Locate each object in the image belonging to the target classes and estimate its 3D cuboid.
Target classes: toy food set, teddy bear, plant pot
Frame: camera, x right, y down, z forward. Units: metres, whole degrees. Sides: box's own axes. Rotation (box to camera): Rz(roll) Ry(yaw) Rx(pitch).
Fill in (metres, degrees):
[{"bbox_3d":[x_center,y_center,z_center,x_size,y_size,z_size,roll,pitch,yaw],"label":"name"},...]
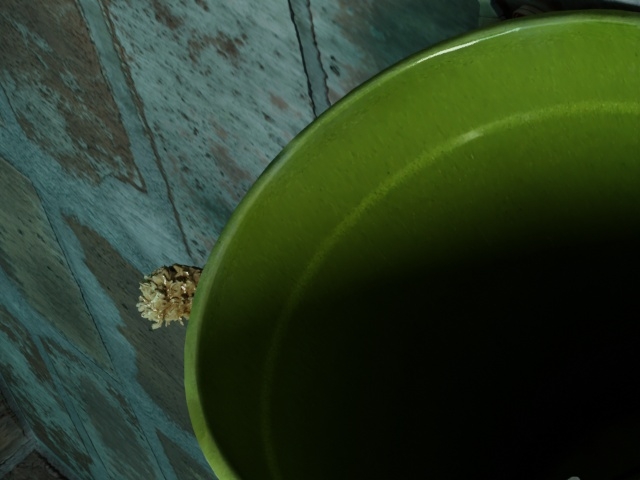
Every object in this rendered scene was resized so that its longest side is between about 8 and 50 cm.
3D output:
[{"bbox_3d":[0.143,-0.108,0.962,0.078,0.019,0.122,25,141,44],"label":"toy food set"},{"bbox_3d":[-0.051,0.099,1.400,0.245,0.113,0.338,16,180,-28],"label":"teddy bear"},{"bbox_3d":[0.163,0.110,0.910,0.366,0.366,0.353,25,160,44],"label":"plant pot"}]
